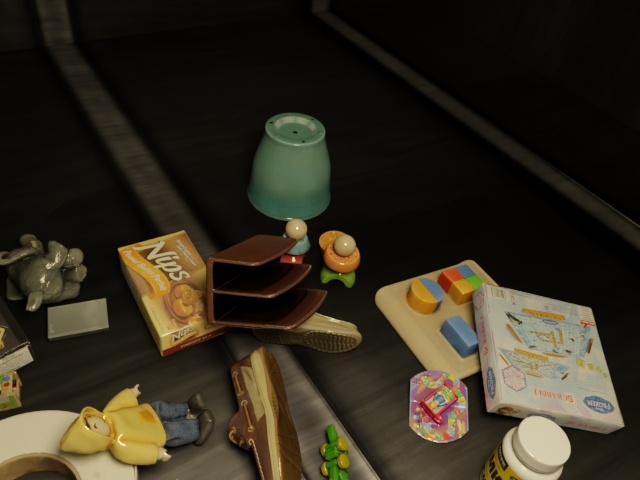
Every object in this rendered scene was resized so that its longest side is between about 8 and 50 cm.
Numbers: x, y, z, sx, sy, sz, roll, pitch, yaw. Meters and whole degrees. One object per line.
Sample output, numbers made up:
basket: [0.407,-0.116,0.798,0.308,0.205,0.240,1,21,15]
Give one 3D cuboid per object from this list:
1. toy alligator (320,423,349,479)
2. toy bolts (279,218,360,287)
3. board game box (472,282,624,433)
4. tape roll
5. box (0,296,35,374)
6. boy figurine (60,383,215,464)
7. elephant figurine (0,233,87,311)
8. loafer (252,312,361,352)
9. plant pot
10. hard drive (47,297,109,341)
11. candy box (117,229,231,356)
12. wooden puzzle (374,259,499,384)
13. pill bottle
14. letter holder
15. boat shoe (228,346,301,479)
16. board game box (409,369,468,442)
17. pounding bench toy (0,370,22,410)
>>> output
toy alligator: [0.038,0.471,1.135,0.051,0.056,0.190,37,31,-32]
toy bolts: [0.000,0.000,1.549,0.228,0.159,0.218,8,43,-1]
board game box: [0.540,0.280,1.343,0.318,0.066,0.318,14,50,-10]
tape roll: [-0.528,0.494,0.994,0.391,0.072,0.392,5,42,-5]
box: [-0.842,0.227,1.227,0.293,0.073,0.295,-27,53,-34]
boy figurine: [-0.358,0.354,1.080,0.285,0.092,0.177,12,31,-43]
elephant figurine: [-0.724,0.072,1.376,0.239,0.186,0.170,10,85,17]
loafer: [-0.030,0.207,1.365,0.268,0.102,0.092,9,49,0]
plant pot: [-0.086,-0.243,1.724,0.271,0.255,0.272,5,43,-5]
hard drive: [-0.587,0.192,1.342,0.135,0.022,0.094,-9,46,-19]
candy box: [-0.372,0.122,1.404,0.182,0.088,0.316,-17,49,-28]
wooden puzzle: [0.369,0.189,1.469,0.347,0.081,0.322,-17,49,-25]
pill bottle: [0.407,0.447,1.105,0.119,0.209,0.119,5,42,-5]
letter holder: [-0.107,0.091,1.316,0.214,0.152,0.302,4,12,15]
boat shoe: [-0.130,0.391,1.161,0.123,0.123,0.342,-25,51,8]
board game box: [0.272,0.371,1.264,0.133,0.033,0.169,5,55,5]
pounding bench toy: [-0.665,0.306,1.161,0.052,0.083,0.065,-9,46,-19]
